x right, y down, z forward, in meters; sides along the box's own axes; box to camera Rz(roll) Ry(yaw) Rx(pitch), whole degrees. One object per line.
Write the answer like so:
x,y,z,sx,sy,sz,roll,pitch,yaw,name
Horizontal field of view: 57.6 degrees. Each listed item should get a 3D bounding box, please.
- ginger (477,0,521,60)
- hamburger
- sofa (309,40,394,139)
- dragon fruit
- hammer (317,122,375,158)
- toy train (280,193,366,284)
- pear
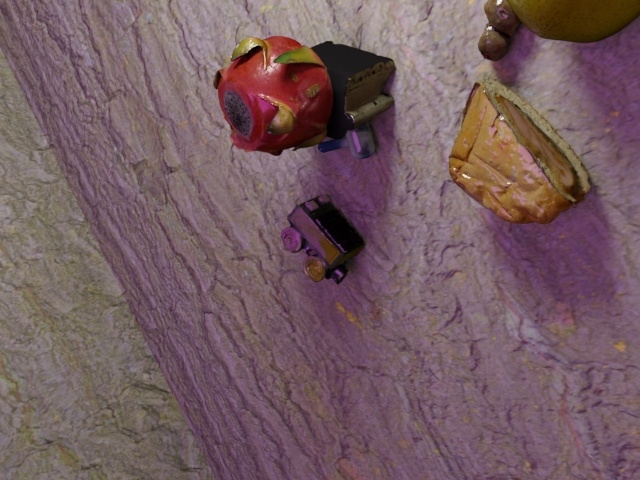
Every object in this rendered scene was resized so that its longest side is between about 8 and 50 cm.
0.383,-0.470,1.198,0.104,0.080,0.204,36,128,17,ginger
0.398,-0.172,1.265,0.330,0.162,0.209,53,137,7,hamburger
0.040,-0.377,1.482,0.258,0.200,0.182,27,136,30,sofa
-0.129,-0.333,1.379,0.290,0.189,0.291,26,133,32,dragon fruit
0.062,-0.271,1.591,0.194,0.069,0.116,-4,107,48,hammer
0.000,0.000,1.718,0.261,0.134,0.177,50,134,12,toy train
0.454,-0.483,0.999,0.294,0.294,0.294,19,121,35,pear
